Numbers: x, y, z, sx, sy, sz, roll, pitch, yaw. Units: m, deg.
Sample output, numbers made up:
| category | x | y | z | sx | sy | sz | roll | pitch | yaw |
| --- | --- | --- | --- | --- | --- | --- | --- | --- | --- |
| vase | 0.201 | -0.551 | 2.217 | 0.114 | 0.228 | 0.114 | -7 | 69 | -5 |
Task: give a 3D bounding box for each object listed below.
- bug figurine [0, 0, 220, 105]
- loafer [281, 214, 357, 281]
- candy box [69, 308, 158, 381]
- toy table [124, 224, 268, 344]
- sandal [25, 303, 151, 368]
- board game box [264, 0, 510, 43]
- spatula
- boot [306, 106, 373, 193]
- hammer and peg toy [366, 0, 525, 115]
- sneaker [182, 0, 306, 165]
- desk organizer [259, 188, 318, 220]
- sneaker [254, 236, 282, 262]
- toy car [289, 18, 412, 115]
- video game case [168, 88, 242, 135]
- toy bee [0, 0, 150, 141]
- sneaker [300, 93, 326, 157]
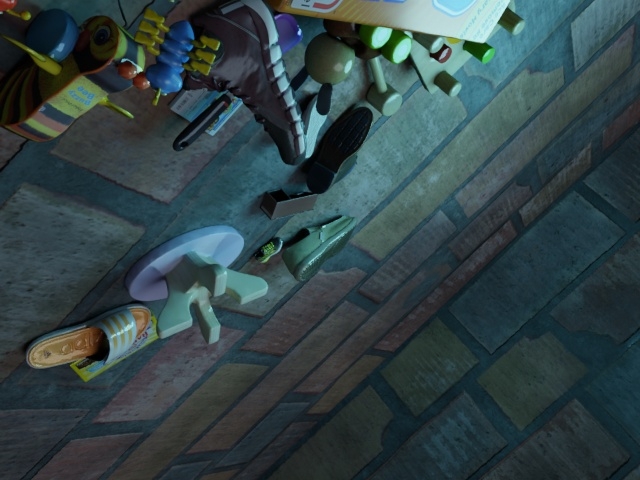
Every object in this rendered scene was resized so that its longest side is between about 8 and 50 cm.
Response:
| category | x | y | z | sx | sy | sz | roll | pitch | yaw |
| --- | --- | --- | --- | --- | --- | --- | --- | --- | --- |
| bug figurine | -0.235 | -0.293 | 0.683 | 0.217 | 0.278 | 0.072 | -67 | -164 | -8 |
| loafer | 0.000 | 0.000 | 1.582 | 0.268 | 0.092 | 0.102 | -39 | 161 | -43 |
| candy box | -0.464 | 0.241 | 1.399 | 0.205 | 0.027 | 0.105 | -31 | 154 | -18 |
| toy table | -0.254 | 0.092 | 1.301 | 0.274 | 0.161 | 0.252 | -29 | 151 | -21 |
| sandal | -0.466 | 0.218 | 1.275 | 0.265 | 0.076 | 0.102 | -19 | 126 | -37 |
| board game box | 0.053 | -0.466 | 0.625 | 0.356 | 0.356 | 0.356 | -12 | 141 | -45 |
| spatula | -0.144 | -0.261 | 1.023 | 0.296 | 0.030 | 0.084 | -50 | 154 | -4 |
| boot | 0.049 | -0.204 | 1.374 | 0.219 | 0.082 | 0.106 | -53 | 173 | 15 |
| hammer and peg toy | 0.240 | -0.405 | 1.225 | 0.361 | 0.127 | 0.266 | -44 | 154 | 6 |
| sneaker | -0.130 | -0.234 | 0.972 | 0.162 | 0.106 | 0.282 | -22 | 115 | -11 |
| desk organizer | -0.069 | -0.090 | 1.393 | 0.130 | 0.047 | 0.050 | -16 | 143 | -40 |
| sneaker | -0.128 | 0.023 | 1.505 | 0.083 | 0.031 | 0.035 | -47 | 153 | 13 |
| toy car | 0.030 | -0.311 | 1.042 | 0.188 | 0.155 | 0.148 | -55 | 151 | 17 |
| video game case | -0.192 | -0.234 | 1.045 | 0.087 | 0.011 | 0.122 | -46 | 153 | 9 |
| toy bee | -0.294 | -0.223 | 0.760 | 0.195 | 0.162 | 0.298 | 0 | 133 | -51 |
| sneaker | -0.035 | -0.234 | 1.225 | 0.051 | 0.070 | 0.135 | 25 | 82 | -53 |
